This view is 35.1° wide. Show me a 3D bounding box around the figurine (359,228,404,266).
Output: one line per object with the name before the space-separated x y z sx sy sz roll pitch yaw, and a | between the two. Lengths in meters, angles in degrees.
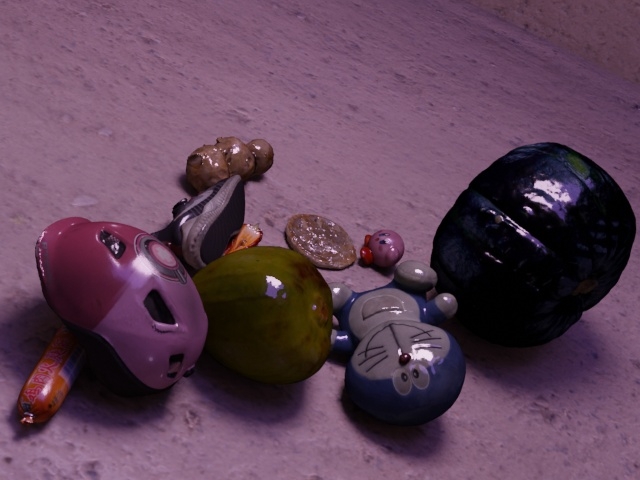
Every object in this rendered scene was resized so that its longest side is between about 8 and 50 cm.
figurine | 0.115 0.013 1.805 0.083 0.071 0.067 -84 151 -47

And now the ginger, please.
ginger | -0.159 -0.135 1.794 0.204 0.080 0.104 -33 99 -53

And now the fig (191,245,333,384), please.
fig | -0.097 0.108 1.437 0.225 0.203 0.203 -7 28 18

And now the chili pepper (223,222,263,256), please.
chili pepper | -0.137 0.017 1.648 0.045 0.027 0.178 27 32 5

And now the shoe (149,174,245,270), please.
shoe | -0.193 -0.035 1.614 0.112 0.099 0.227 2 32 14

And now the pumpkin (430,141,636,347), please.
pumpkin | 0.358 0.012 1.724 0.363 0.363 0.266 -12 49 -46

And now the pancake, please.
pancake | 0.000 0.000 1.777 0.139 0.022 0.139 19 35 -14

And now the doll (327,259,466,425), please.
doll | 0.112 0.163 1.527 0.228 0.154 0.258 -14 34 -3

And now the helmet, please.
helmet | -0.238 0.075 1.312 0.198 0.154 0.253 -28 101 -67

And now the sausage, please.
sausage | -0.320 0.124 1.341 0.053 0.053 0.348 25 33 -5
